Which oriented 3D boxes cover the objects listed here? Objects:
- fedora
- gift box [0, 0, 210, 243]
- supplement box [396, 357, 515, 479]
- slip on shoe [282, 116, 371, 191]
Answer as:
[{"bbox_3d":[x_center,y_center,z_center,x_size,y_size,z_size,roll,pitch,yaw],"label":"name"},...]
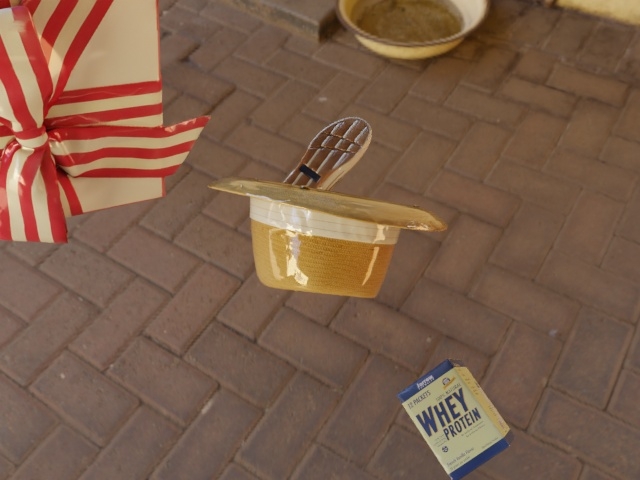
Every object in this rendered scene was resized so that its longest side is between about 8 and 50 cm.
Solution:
[{"bbox_3d":[0.000,0.000,0.493,0.194,0.194,0.079,11,95,7],"label":"fedora"},{"bbox_3d":[-0.256,-0.168,0.567,0.276,0.255,0.258,-17,51,-20],"label":"gift box"},{"bbox_3d":[0.120,0.154,0.564,0.056,0.083,0.083,-37,69,9],"label":"supplement box"},{"bbox_3d":[0.004,-0.075,0.696,0.051,0.041,0.135,39,90,16],"label":"slip on shoe"}]
